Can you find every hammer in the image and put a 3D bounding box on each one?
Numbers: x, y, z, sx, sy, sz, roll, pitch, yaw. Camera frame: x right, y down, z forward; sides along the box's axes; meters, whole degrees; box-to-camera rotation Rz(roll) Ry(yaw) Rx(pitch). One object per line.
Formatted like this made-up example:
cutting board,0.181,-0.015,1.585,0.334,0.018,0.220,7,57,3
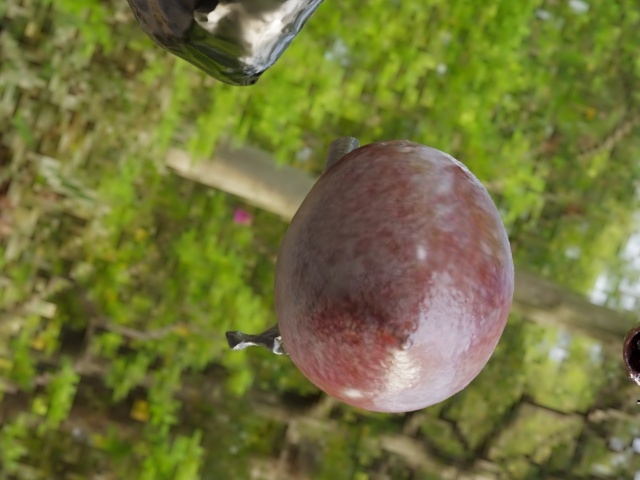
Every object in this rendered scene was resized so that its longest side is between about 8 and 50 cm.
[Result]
hammer,0.000,-0.001,1.604,0.297,0.125,0.027,-76,161,-51

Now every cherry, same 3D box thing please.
cherry,0.023,-0.001,0.746,0.225,0.090,0.107,-111,-150,-68

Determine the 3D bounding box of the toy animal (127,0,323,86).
toy animal,-0.102,-0.277,1.199,0.251,0.310,0.251,-52,-174,7

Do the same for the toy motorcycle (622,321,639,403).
toy motorcycle,0.325,0.121,1.459,0.082,0.122,0.213,-64,-147,19
